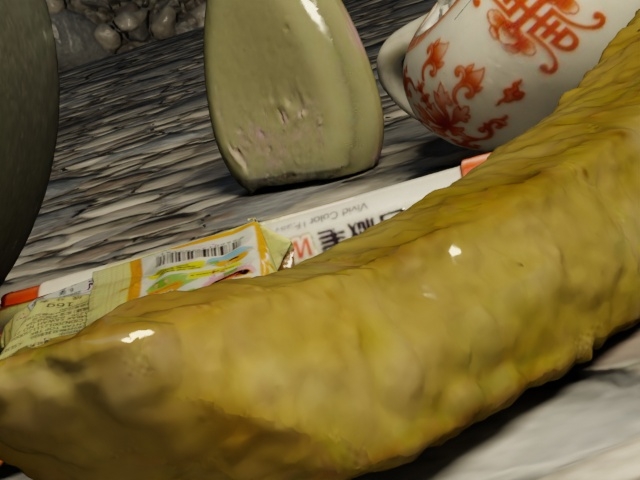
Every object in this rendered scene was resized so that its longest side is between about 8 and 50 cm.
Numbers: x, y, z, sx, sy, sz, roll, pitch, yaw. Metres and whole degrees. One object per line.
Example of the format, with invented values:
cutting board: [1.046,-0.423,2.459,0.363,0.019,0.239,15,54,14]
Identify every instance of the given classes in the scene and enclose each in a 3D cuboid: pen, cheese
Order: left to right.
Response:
cheese: [-0.026,-0.120,0.800,0.097,0.192,0.037,-5,13,40]
pen: [0.000,0.000,0.590,0.239,0.028,0.028,-15,11,12]

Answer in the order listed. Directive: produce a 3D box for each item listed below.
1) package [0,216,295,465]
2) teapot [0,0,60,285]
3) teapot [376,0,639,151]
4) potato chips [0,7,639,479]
package: [-0.056,0.031,0.521,0.108,0.031,0.120,-18,15,0]
teapot: [-0.225,-0.022,0.467,0.300,0.253,0.344,-3,14,-8]
teapot: [0.095,-0.102,0.715,0.245,0.116,0.159,-40,24,53]
potato chips: [0.068,-0.021,0.462,0.057,0.080,0.407,-27,6,41]
